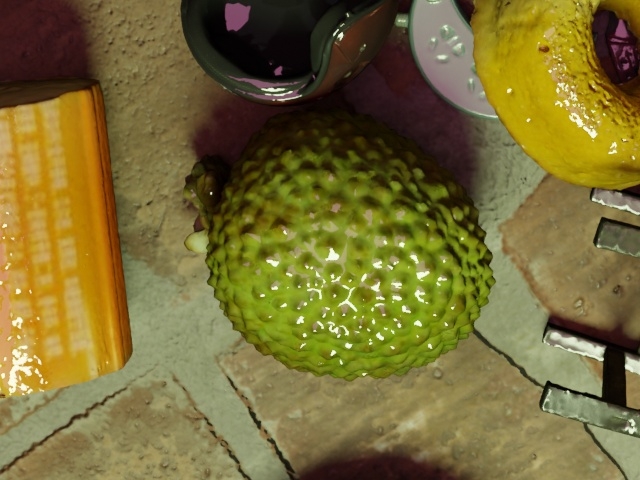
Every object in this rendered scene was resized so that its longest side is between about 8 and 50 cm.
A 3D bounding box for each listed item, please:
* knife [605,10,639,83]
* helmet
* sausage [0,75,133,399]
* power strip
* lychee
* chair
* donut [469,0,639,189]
[{"bbox_3d":[0.298,-0.209,1.580,0.035,0.018,0.247,-18,100,8],"label":"knife"},{"bbox_3d":[-0.026,-0.229,1.527,0.216,0.193,0.189,-45,79,1],"label":"helmet"},{"bbox_3d":[-0.315,-0.010,1.595,0.233,0.233,0.287,-2,101,8],"label":"sausage"},{"bbox_3d":[0.157,-0.197,1.587,0.216,0.044,0.137,28,105,0],"label":"power strip"},{"bbox_3d":[0.011,0.002,1.542,0.319,0.270,0.270,11,103,1],"label":"lychee"},{"bbox_3d":[0.435,0.106,1.516,0.416,0.240,0.203,17,101,4],"label":"chair"},{"bbox_3d":[0.286,-0.186,1.503,0.277,0.108,0.278,0,90,-18],"label":"donut"}]
